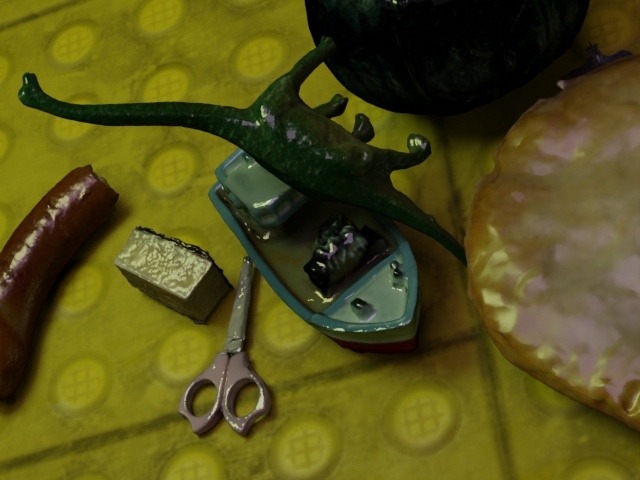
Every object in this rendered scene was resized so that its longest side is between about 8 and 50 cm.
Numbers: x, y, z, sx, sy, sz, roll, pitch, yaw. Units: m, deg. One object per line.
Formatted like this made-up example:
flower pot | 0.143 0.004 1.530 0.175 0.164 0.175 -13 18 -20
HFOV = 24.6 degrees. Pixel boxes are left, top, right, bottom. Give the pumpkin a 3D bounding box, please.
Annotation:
pumpkin | 0.146 -0.259 1.606 0.315 0.238 0.315 -20 29 12

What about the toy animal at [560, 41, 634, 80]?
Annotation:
toy animal | 0.303 -0.203 1.625 0.084 0.028 0.050 -15 64 13

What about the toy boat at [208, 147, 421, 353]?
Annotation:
toy boat | 0.000 0.000 1.568 0.145 0.133 0.332 -40 54 -5

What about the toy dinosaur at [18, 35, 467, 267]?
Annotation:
toy dinosaur | -0.052 -0.072 1.470 0.447 0.087 0.301 46 55 11

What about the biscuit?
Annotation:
biscuit | 0.358 0.000 1.430 0.446 0.104 0.429 16 67 27

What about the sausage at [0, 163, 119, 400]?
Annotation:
sausage | -0.340 0.046 1.721 0.102 0.076 0.302 16 68 31

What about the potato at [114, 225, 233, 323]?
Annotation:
potato | -0.168 0.037 1.649 0.122 0.086 0.061 23 69 26

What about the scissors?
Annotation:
scissors | -0.094 0.113 1.608 0.110 0.021 0.212 -5 59 25
